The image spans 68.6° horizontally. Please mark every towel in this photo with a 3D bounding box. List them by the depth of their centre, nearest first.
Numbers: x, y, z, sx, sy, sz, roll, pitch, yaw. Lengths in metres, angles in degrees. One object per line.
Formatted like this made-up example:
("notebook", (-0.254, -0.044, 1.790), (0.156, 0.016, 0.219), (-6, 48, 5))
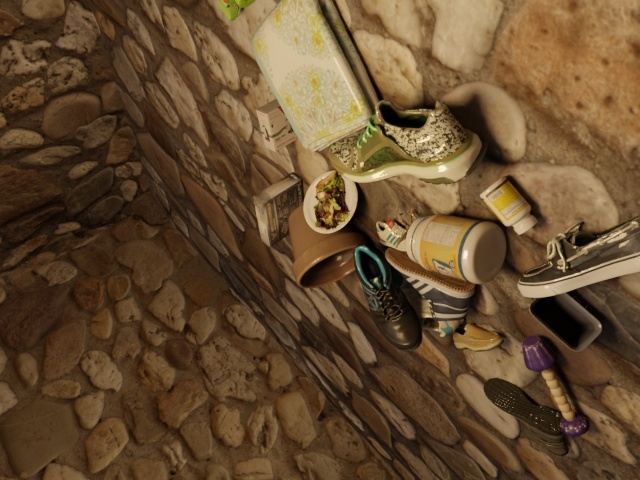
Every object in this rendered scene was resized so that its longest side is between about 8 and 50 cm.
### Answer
("towel", (-0.018, -0.433, 1.218), (0.320, 0.090, 0.374), (-9, 114, 58))

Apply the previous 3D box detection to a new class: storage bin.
("storage bin", (0.527, 0.167, 1.026), (0.135, 0.098, 0.091), (45, 180, 18))

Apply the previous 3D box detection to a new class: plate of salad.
("plate of salad", (0.023, -0.121, 1.430), (0.200, 0.199, 0.048), (35, -171, 35))

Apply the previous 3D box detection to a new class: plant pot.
("plant pot", (0.000, 0.000, 1.559), (0.229, 0.263, 0.263), (63, 159, 24))

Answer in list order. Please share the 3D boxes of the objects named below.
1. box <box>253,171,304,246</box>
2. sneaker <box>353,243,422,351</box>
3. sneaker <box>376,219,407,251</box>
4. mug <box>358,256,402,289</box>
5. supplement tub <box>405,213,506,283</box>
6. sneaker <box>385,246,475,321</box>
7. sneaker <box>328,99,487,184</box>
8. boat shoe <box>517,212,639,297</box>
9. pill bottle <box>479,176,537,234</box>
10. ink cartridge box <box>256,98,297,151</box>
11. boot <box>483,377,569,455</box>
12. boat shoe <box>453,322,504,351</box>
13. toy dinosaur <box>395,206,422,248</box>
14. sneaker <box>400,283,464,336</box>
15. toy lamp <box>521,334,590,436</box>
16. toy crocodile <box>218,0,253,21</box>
("box", (-0.143, -0.109, 1.701), (0.056, 0.183, 0.231), (38, 151, 30))
("sneaker", (0.179, 0.164, 1.355), (0.340, 0.125, 0.140), (62, -172, 17))
("sneaker", (0.217, -0.019, 1.344), (0.161, 0.057, 0.075), (16, 141, 56))
("mug", (0.191, 0.138, 1.531), (0.129, 0.097, 0.157), (15, 134, 52))
("supplement tub", (0.317, 0.014, 1.116), (0.200, 0.144, 0.144), (16, 135, 52))
("sneaker", (0.300, 0.125, 1.332), (0.282, 0.099, 0.153), (29, 143, 37))
("sneaker", (0.157, -0.241, 1.045), (0.410, 0.158, 0.182), (8, 143, 47))
("boat shoe", (0.489, 0.026, 0.883), (0.105, 0.113, 0.306), (60, 152, 4))
("pill bottle", (0.394, -0.071, 0.977), (0.116, 0.065, 0.065), (52, 154, 6))
("ink cartridge box", (-0.135, -0.364, 1.477), (0.056, 0.099, 0.135), (31, 147, 37))
("boot", (0.584, 0.514, 1.350), (0.246, 0.083, 0.161), (28, 149, 45))
("boat shoe", (0.433, 0.269, 1.326), (0.072, 0.068, 0.190), (66, 154, 2))
("toy dinosaur", (0.240, -0.035, 1.209), (0.053, 0.183, 0.092), (-30, 79, 36))
("sneaker", (0.313, 0.206, 1.415), (0.229, 0.092, 0.087), (27, 145, 46))
("toy lamp", (0.579, 0.360, 1.167), (0.274, 0.080, 0.080), (60, 154, -10))
("toy crocodile", (-0.221, -0.701, 1.209), (0.115, 0.105, 0.340), (55, 155, -2))
